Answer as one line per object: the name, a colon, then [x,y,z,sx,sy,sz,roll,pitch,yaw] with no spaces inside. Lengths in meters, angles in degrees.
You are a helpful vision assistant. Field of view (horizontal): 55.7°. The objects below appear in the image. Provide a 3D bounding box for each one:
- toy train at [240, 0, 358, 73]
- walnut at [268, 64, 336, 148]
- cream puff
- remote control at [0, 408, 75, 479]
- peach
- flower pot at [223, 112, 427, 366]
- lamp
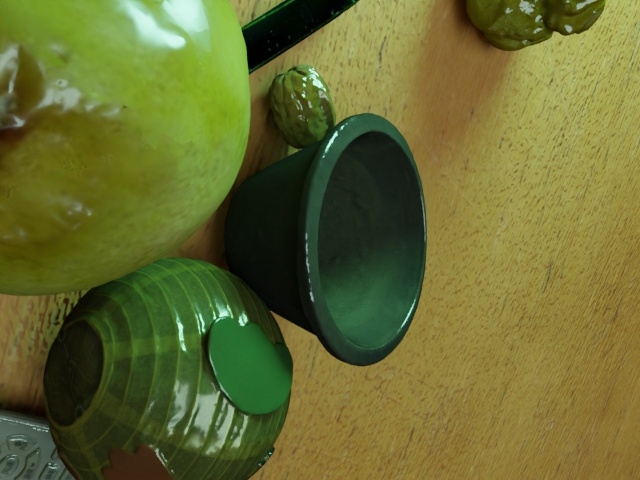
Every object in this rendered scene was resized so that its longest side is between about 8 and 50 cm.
toy train: [-0.046,-0.235,0.679,0.209,0.042,0.044,-38,101,-18]
walnut: [-0.021,-0.153,0.705,0.079,0.082,0.096,-53,131,-45]
cream puff: [0.309,-0.349,0.814,0.221,0.194,0.195,-39,124,-15]
remote control: [-0.339,0.213,0.622,0.313,0.055,0.109,27,99,-35]
peach: [-0.203,-0.110,0.450,0.314,0.315,0.282,13,114,-45]
flower pot: [0.000,0.000,0.691,0.269,0.166,0.269,2,87,-55]
lamp: [-0.136,0.145,0.628,0.284,0.250,0.250,18,95,-52]
